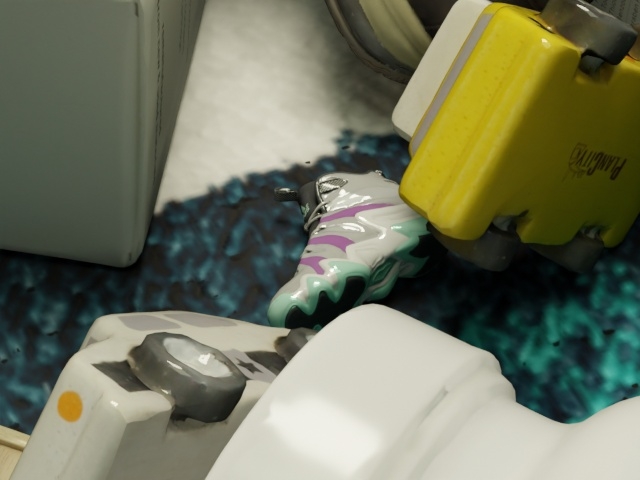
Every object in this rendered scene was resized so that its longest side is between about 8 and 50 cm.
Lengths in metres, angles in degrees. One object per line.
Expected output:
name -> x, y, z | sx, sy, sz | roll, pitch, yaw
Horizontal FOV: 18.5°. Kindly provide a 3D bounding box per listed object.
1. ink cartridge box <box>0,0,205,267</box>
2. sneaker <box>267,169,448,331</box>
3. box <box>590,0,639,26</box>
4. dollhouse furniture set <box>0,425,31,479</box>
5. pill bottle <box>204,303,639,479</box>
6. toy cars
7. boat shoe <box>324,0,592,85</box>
ink cartridge box -> -0.181, -0.198, 0.886 | 0.279, 0.160, 0.385 | 8, 48, 1
sneaker -> 0.000, 0.000, 0.814 | 0.098, 0.038, 0.069 | -27, 54, -37
box -> 0.201, -0.204, 0.908 | 0.181, 0.182, 0.119 | -28, 57, -25
dollhouse furniture set -> -0.188, 0.104, 0.661 | 0.161, 0.101, 0.182 | 17, 50, 10
pill bottle -> 0.134, 0.170, 0.559 | 0.363, 0.210, 0.210 | 27, 52, 18
toy cars -> 0.010, 0.007, 0.713 | 0.087, 0.176, 0.393 | 33, 54, 24
boat shoe -> 0.037, -0.248, 0.849 | 0.130, 0.355, 0.132 | -15, 11, 23
